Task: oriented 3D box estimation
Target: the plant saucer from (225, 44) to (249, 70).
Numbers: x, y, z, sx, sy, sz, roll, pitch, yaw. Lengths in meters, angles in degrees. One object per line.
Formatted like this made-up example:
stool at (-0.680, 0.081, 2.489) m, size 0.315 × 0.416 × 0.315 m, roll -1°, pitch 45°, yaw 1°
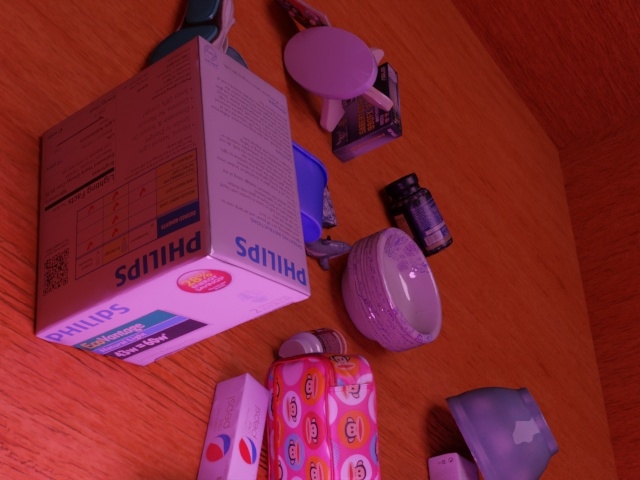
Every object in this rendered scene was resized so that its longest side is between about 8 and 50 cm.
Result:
plant saucer at (-0.197, -0.379, 2.085) m, size 0.119 × 0.021 × 0.119 m, roll 39°, pitch 39°, yaw -41°

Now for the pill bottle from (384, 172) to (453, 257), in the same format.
pill bottle at (0.263, -0.067, 2.543) m, size 0.219 × 0.122 × 0.123 m, roll 64°, pitch 28°, yaw -6°

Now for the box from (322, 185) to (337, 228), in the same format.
box at (-0.008, -0.100, 2.196) m, size 0.094 × 0.027 × 0.137 m, roll 17°, pitch 55°, yaw -57°

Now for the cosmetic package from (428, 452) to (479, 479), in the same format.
cosmetic package at (0.320, 0.624, 2.162) m, size 0.117 × 0.085 × 0.231 m, roll 38°, pitch 41°, yaw -43°

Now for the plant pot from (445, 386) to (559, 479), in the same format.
plant pot at (0.458, 0.477, 2.282) m, size 0.293 × 0.196 × 0.293 m, roll 62°, pitch 4°, yaw -7°

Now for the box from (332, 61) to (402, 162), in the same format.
box at (0.118, -0.335, 2.430) m, size 0.056 × 0.183 × 0.231 m, roll 41°, pitch 38°, yaw -41°

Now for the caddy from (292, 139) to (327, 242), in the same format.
caddy at (-0.134, -0.109, 1.761) m, size 0.341 × 0.241 × 0.179 m, roll 33°, pitch 47°, yaw -47°

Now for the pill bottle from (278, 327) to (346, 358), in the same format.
pill bottle at (-0.017, 0.223, 1.873) m, size 0.152 × 0.086 × 0.086 m, roll -1°, pitch 70°, yaw -61°

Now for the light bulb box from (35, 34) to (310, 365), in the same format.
light bulb box at (-0.231, -0.045, 1.414) m, size 0.225 × 0.357 × 0.361 m, roll 27°, pitch 48°, yaw -48°

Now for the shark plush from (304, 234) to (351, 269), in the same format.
shark plush at (0.000, 0.000, 2.091) m, size 0.161 × 0.067 × 0.073 m, roll 38°, pitch 39°, yaw -42°

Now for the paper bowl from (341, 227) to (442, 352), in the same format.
paper bowl at (0.156, 0.124, 2.184) m, size 0.284 × 0.148 × 0.284 m, roll 41°, pitch 36°, yaw -40°

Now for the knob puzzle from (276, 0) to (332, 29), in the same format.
knob puzzle at (-0.046, -0.572, 2.398) m, size 0.213 × 0.030 × 0.213 m, roll 36°, pitch -4°, yaw 3°

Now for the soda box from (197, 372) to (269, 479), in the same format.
soda box at (-0.146, 0.336, 1.575) m, size 0.069 × 0.073 × 0.216 m, roll 46°, pitch 34°, yaw -33°

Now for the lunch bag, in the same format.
lunch bag at (-0.011, 0.343, 1.626) m, size 0.120 × 0.258 × 0.293 m, roll 3°, pitch 79°, yaw -32°

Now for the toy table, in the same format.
toy table at (0.052, -0.415, 2.341) m, size 0.274 × 0.252 × 0.161 m, roll 45°, pitch 2°, yaw 35°

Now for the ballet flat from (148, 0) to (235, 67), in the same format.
ballet flat at (-0.244, -0.401, 1.929) m, size 0.139 × 0.139 × 0.400 m, roll 50°, pitch 31°, yaw -28°
